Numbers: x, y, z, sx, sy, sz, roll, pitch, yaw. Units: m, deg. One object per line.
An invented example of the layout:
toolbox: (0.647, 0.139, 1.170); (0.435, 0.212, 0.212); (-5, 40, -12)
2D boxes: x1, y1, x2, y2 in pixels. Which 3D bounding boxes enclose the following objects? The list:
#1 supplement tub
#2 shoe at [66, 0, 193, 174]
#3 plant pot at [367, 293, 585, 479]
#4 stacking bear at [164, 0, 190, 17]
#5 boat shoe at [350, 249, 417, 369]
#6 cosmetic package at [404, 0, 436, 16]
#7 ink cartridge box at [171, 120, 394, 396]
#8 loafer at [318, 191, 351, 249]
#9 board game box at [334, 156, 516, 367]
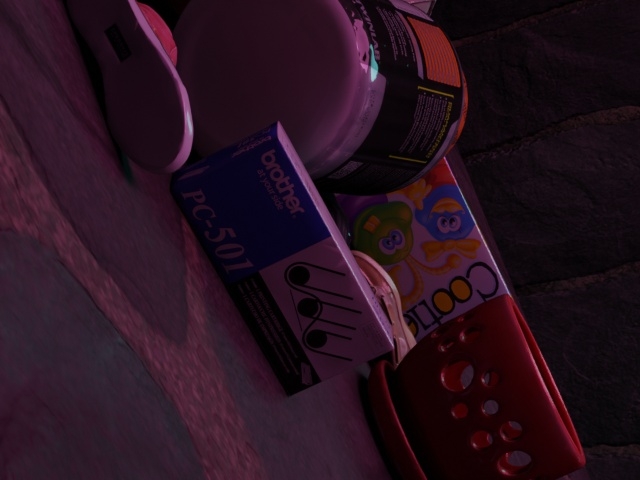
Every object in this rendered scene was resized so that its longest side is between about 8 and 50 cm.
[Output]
supplement tub: (0.011, -0.139, 1.627); (0.316, 0.194, 0.193); (5, 60, -66)
shoe: (-0.129, -0.120, 1.356); (0.178, 0.063, 0.081); (64, 13, 23)
plant pot: (0.152, 0.172, 1.806); (0.191, 0.174, 0.191); (61, 11, -20)
stacking bear: (-0.086, -0.269, 1.704); (0.175, 0.164, 0.289); (60, 19, 14)
boat shoe: (0.055, 0.082, 1.897); (0.048, 0.056, 0.153); (-48, 123, -46)
cosmetic package: (-0.013, -0.303, 1.965); (0.309, 0.113, 0.160); (58, -33, 30)
ink cartridge box: (-0.029, 0.016, 1.454); (0.207, 0.097, 0.046); (61, 10, -20)
loafer: (0.000, 0.000, 1.713); (0.078, 0.076, 0.223); (52, 11, -25)
board game box: (0.121, 0.010, 2.116); (0.275, 0.144, 0.142); (63, 4, -8)
